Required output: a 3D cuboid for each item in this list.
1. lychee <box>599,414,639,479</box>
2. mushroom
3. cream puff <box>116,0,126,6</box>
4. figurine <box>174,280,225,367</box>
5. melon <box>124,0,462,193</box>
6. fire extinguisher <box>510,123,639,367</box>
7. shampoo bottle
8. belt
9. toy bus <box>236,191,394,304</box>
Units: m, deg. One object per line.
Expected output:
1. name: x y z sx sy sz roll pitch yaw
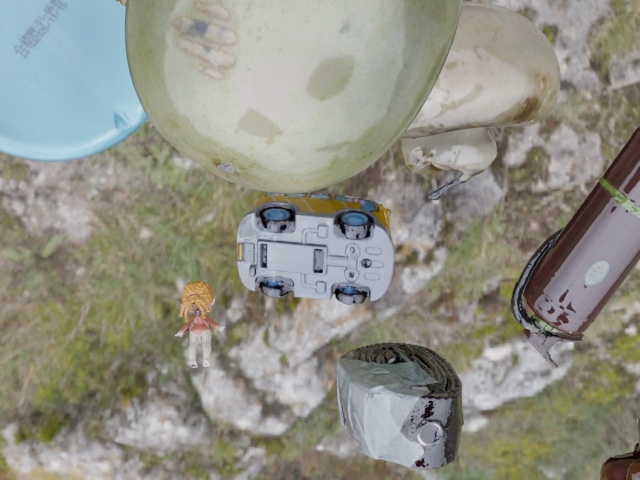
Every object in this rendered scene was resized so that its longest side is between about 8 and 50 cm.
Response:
1. lychee: 0.271 0.169 0.441 0.330 0.306 0.306 3 128 10
2. mushroom: 0.187 -0.213 1.710 0.362 0.362 0.294 -5 96 9
3. cream puff: -0.181 -0.303 1.177 0.144 0.103 0.126 14 118 18
4. figurine: -0.150 0.102 1.370 0.064 0.109 0.047 -7 159 6
5. melon: -0.018 -0.202 0.905 0.269 0.330 0.268 19 165 6
6. fire extinguisher: 0.343 0.005 1.316 0.141 0.105 0.341 24 111 -23
7. shampoo bottle: -0.350 -0.288 1.498 0.331 0.342 0.331 -1 103 -6
8. belt: 0.128 0.243 1.759 0.184 0.289 0.164 -1 102 -12
9. toy bus: 0.000 0.000 1.506 0.210 0.136 0.126 5 118 7
